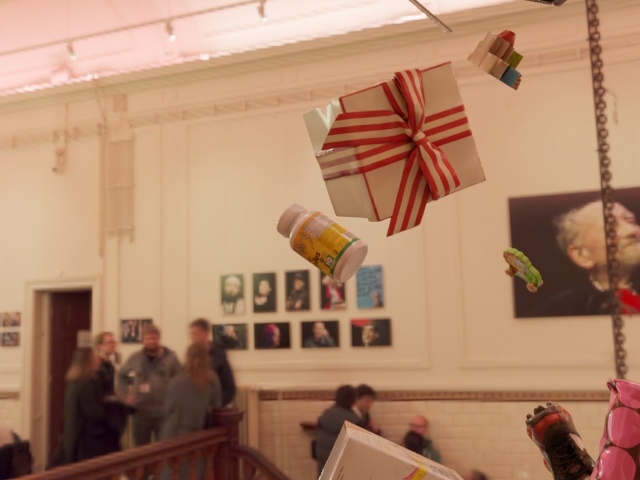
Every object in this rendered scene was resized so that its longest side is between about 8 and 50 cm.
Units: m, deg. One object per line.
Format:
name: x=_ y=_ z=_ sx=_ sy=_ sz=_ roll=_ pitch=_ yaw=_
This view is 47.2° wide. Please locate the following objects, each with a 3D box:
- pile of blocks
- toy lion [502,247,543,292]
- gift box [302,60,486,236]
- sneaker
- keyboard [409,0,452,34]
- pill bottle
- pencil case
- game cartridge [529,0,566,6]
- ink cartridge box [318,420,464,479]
pile of blocks: x=0.462 y=-0.460 z=1.832 sx=0.149 sy=0.112 sz=0.362 roll=32 pitch=18 yaw=1
toy lion: x=0.456 y=0.061 z=1.657 sx=0.100 sy=0.034 sz=0.096 roll=39 pitch=-18 yaw=29
gift box: x=0.119 y=-0.159 z=1.332 sx=0.276 sy=0.255 sz=0.258 roll=-27 pitch=10 yaw=-17
sneaker: x=0.505 y=0.439 z=1.509 sx=0.098 sy=0.135 sz=0.276 roll=-30 pitch=-51 yaw=3
keyboard: x=0.192 y=-0.543 z=1.623 sx=0.256 sy=0.014 sz=0.072 roll=39 pitch=17 yaw=-5
pill bottle: x=0.000 y=0.000 z=1.752 sx=0.208 sy=0.117 sz=0.117 roll=36 pitch=7 yaw=21
pencil case: x=0.407 y=0.296 z=0.995 sx=0.095 sy=0.209 sz=0.098 roll=20 pitch=-5 yaw=-12
game cartridge: x=0.418 y=-0.659 z=1.693 sx=0.355 sy=0.230 sz=0.068 roll=-8 pitch=-21 yaw=-40
ink cartridge box: x=0.090 y=0.339 z=0.967 sx=0.176 sy=0.127 sz=0.128 roll=25 pitch=-5 yaw=1
